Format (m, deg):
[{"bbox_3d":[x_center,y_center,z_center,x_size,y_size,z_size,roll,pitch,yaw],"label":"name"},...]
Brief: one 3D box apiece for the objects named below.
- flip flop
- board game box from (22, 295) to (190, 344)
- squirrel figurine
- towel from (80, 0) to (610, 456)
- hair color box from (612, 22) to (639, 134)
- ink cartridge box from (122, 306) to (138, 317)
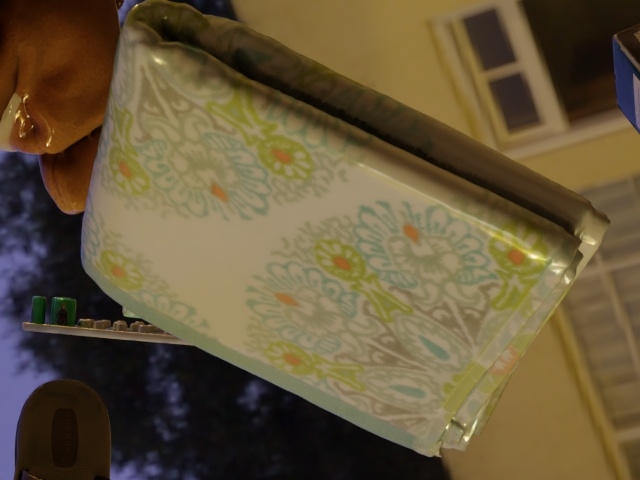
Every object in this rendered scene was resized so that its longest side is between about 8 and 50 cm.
[{"bbox_3d":[-0.216,0.230,1.430,0.112,0.080,0.277,10,-132,-20],"label":"flip flop"},{"bbox_3d":[-0.133,0.116,2.195,0.390,0.390,0.050,9,-95,-58],"label":"board game box"},{"bbox_3d":[-0.358,-0.250,1.615,0.397,0.281,0.370,-60,-31,4],"label":"squirrel figurine"},{"bbox_3d":[0.000,0.000,1.245,0.090,0.374,0.320,-63,-2,-38],"label":"towel"},{"bbox_3d":[0.462,-0.172,1.485,0.105,0.347,0.174,73,171,-50],"label":"hair color box"},{"bbox_3d":[-0.073,-0.005,1.820,0.115,0.273,0.198,132,143,-64],"label":"ink cartridge box"}]
